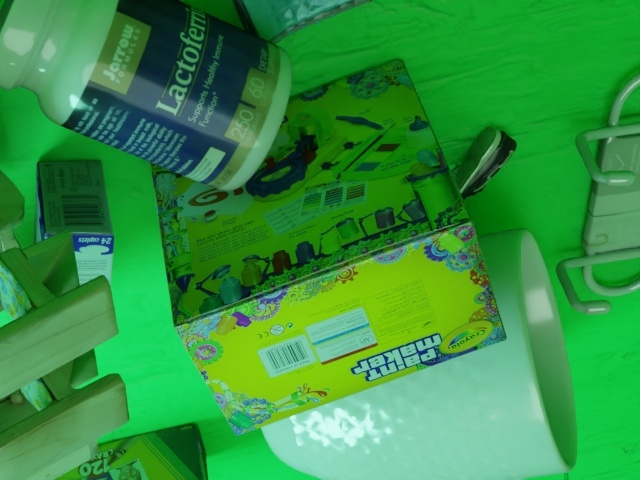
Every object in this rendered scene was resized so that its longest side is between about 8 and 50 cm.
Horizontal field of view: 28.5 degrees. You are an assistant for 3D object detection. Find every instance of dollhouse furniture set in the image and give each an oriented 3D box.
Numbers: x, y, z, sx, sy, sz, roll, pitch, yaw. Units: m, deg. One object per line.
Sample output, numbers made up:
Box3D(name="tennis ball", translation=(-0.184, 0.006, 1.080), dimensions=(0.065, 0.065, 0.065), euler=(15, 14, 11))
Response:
Box3D(name="dollhouse furniture set", translation=(-0.378, 0.102, 1.180), dimensions=(0.256, 0.362, 0.394), euler=(-28, 145, -24))

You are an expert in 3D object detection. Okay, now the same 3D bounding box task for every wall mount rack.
Box3D(name="wall mount rack", translation=(0.437, -0.035, 1.466), dimensions=(0.304, 0.130, 0.350), euler=(-8, 132, -7))

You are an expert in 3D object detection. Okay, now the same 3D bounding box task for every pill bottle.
Box3D(name="pill bottle", translation=(-0.172, -0.159, 1.185), dimensions=(0.264, 0.153, 0.153), euler=(21, 122, -20))

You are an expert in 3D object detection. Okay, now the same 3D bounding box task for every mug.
Box3D(name="mug", translation=(0.118, 0.160, 1.486), dimensions=(0.328, 0.276, 0.374), euler=(-12, 164, 17))

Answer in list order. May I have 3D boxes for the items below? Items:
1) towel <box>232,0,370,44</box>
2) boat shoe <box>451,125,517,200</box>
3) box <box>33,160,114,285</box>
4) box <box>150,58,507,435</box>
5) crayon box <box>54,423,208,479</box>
Box3D(name="towel", translation=(0.058, -0.350, 1.162), dimensions=(0.370, 0.040, 0.271), euler=(-22, 132, 5))
Box3D(name="boat shoe", translation=(0.173, -0.072, 1.428), dimensions=(0.038, 0.046, 0.125), euler=(26, 112, -25))
Box3D(name="box", translation=(-0.262, 0.006, 1.330), dimensions=(0.072, 0.126, 0.137), euler=(-1, 130, -16))
Box3D(name="box", translation=(0.000, 0.000, 1.288), dimensions=(0.290, 0.279, 0.177), euler=(-20, 132, 4))
Box3D(name="crayon box", translation=(-0.275, 0.346, 1.594), dimensions=(0.278, 0.165, 0.081), euler=(-13, 132, -3))
